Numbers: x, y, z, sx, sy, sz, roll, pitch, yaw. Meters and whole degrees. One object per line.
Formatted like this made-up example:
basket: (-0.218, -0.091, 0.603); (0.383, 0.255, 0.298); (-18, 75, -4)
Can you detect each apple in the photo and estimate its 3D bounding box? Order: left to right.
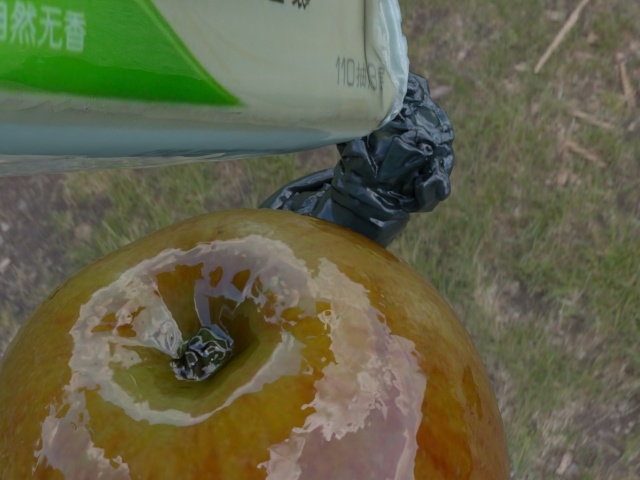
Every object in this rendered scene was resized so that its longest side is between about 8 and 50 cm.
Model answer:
apple: (-0.059, 0.156, 0.886); (0.400, 0.334, 0.400); (-9, 25, 4)

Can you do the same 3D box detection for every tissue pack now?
tissue pack: (-0.182, -0.126, 0.521); (0.331, 0.405, 0.205); (-4, 92, 21)

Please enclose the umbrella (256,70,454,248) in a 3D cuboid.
umbrella: (-0.001, 0.002, 1.091); (0.094, 0.349, 0.143); (13, 44, -31)
